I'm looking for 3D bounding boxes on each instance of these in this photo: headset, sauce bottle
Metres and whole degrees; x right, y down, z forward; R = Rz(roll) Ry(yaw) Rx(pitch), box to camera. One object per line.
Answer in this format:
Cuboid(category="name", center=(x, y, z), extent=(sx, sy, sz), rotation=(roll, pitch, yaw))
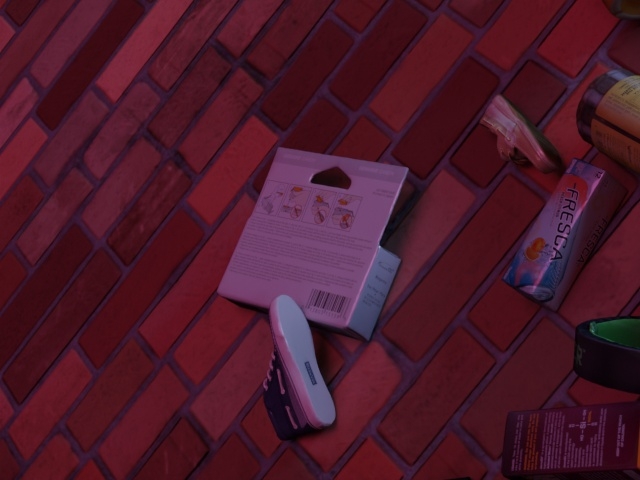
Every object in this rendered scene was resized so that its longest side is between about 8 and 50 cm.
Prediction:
Cuboid(category="headset", center=(0.466, 0.105, 1.665), extent=(0.394, 0.243, 0.185), rotation=(6, 98, 14))
Cuboid(category="sauce bottle", center=(0.450, -0.094, 1.872), extent=(0.111, 0.111, 0.344), rotation=(-54, 45, 4))

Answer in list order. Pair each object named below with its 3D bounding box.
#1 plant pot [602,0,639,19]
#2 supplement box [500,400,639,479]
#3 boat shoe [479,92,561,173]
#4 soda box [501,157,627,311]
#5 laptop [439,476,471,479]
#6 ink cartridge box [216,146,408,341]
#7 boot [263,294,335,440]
Cuboid(category="plant pot", center=(0.401, -0.394, 2.037), extent=(0.205, 0.205, 0.188), rotation=(-27, 66, 28))
Cuboid(category="supplement box", center=(0.313, 0.240, 1.809), extent=(0.188, 0.104, 0.081), rotation=(-10, 60, 38))
Cuboid(category="boat shoe", center=(0.261, -0.128, 2.099), extent=(0.059, 0.063, 0.170), rotation=(-48, 35, 14))
Cuboid(category="soda box", center=(0.305, -0.008, 1.985), extent=(0.058, 0.063, 0.183), rotation=(28, 87, 46))
Cuboid(category="laptop", center=(0.016, 0.534, 1.972), extent=(0.382, 0.236, 0.408), rotation=(-13, 30, 36))
Cuboid(category="ink cartridge box", center=(0.000, 0.000, 2.255), extent=(0.275, 0.060, 0.239), rotation=(12, 75, 45))
Cuboid(category="boot", center=(-0.051, 0.175, 2.161), extent=(0.086, 0.069, 0.190), rotation=(-26, 75, 33))
